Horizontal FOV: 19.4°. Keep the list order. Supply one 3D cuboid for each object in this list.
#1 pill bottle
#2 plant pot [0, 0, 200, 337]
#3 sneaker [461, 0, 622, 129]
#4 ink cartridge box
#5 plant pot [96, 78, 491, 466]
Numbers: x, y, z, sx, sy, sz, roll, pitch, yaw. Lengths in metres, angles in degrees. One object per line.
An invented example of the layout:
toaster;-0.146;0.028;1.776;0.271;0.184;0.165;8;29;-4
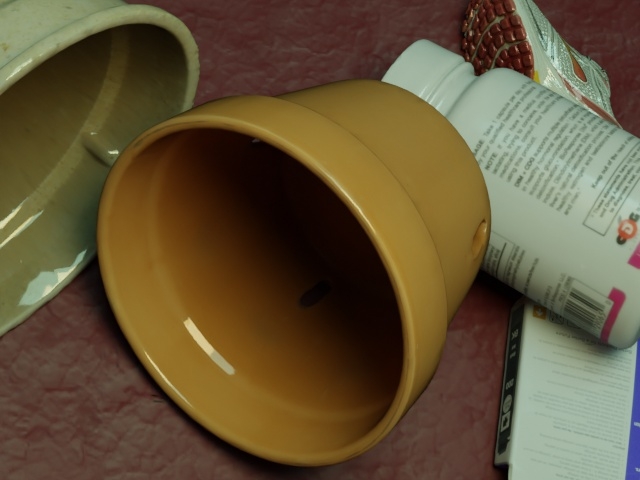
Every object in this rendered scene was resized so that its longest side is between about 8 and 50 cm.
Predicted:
pill bottle;0.175;-0.045;1.566;0.283;0.160;0.160;31;59;13
plant pot;-0.315;-0.125;1.399;0.305;0.334;0.334;41;59;16
sneaker;0.205;-0.144;1.699;0.092;0.088;0.225;-17;75;-38
ink cartridge box;0.251;0.166;1.575;0.206;0.045;0.208;16;60;-11
plant pot;0.000;0.000;1.456;0.291;0.291;0.203;45;45;7
